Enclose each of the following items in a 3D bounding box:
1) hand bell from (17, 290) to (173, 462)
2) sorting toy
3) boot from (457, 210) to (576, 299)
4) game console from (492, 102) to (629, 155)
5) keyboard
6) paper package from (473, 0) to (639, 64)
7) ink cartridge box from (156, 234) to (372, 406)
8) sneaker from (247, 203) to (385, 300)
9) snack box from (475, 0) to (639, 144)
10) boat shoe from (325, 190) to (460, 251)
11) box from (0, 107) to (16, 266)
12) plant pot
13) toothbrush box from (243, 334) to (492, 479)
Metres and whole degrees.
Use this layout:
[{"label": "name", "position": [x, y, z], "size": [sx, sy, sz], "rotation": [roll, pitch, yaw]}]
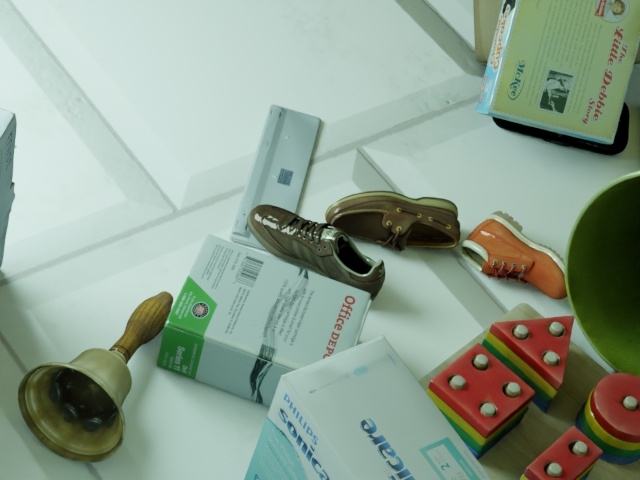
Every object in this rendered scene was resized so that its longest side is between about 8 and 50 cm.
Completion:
[{"label": "hand bell", "position": [-0.219, 0.126, 1.685], "size": [0.126, 0.126, 0.242], "rotation": [27, 35, 7]}, {"label": "sorting toy", "position": [0.260, 0.196, 1.754], "size": [0.257, 0.089, 0.255], "rotation": [41, 51, 20]}, {"label": "boot", "position": [0.247, 0.034, 1.919], "size": [0.085, 0.059, 0.158], "rotation": [-31, 55, -32]}, {"label": "game console", "position": [0.413, -0.150, 2.135], "size": [0.361, 0.044, 0.213], "rotation": [14, 47, -4]}, {"label": "keyboard", "position": [-0.055, -0.083, 1.962], "size": [0.072, 0.014, 0.256], "rotation": [20, 47, -6]}, {"label": "paper package", "position": [0.378, -0.412, 2.150], "size": [0.310, 0.324, 0.168], "rotation": [-7, 11, -21]}, {"label": "ink cartridge box", "position": [-0.062, 0.103, 1.742], "size": [0.208, 0.087, 0.153], "rotation": [20, 47, 3]}, {"label": "sneaker", "position": [0.000, 0.000, 1.855], "size": [0.188, 0.071, 0.066], "rotation": [33, 46, 6]}, {"label": "snack box", "position": [0.338, -0.304, 2.023], "size": [0.187, 0.322, 0.060], "rotation": [13, 6, -14]}, {"label": "boat shoe", "position": [0.095, -0.021, 1.913], "size": [0.178, 0.064, 0.060], "rotation": [3, 47, -17]}, {"label": "box", "position": [-0.421, 0.009, 1.602], "size": [0.127, 0.262, 0.231], "rotation": [18, 48, 0]}, {"label": "plant pot", "position": [0.498, 0.021, 1.886], "size": [0.275, 0.274, 0.293], "rotation": [45, 37, 23]}, {"label": "toothbrush box", "position": [0.035, 0.273, 1.480], "size": [0.126, 0.295, 0.216], "rotation": [-20, 57, -30]}]
